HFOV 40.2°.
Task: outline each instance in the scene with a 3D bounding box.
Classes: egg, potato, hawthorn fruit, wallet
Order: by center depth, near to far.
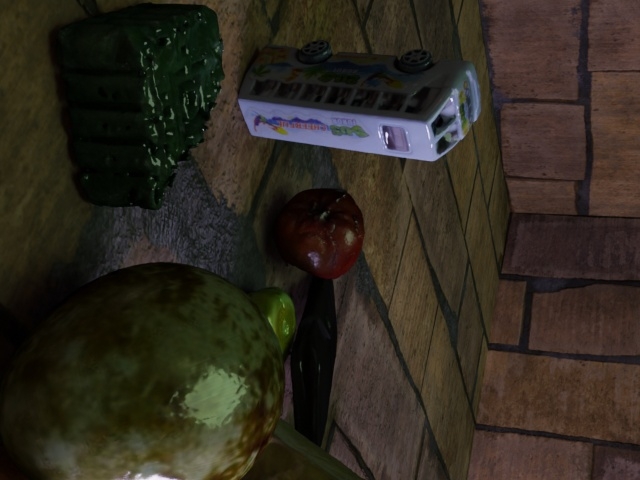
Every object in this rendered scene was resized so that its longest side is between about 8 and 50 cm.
[{"bbox_3d":[-0.168,0.143,0.832,0.289,0.238,0.238,-17,110,-49],"label":"egg"},{"bbox_3d":[-0.023,0.362,1.218,0.112,0.255,0.269,5,88,-71],"label":"potato"},{"bbox_3d":[0.000,0.000,1.401,0.172,0.148,0.148,86,18,-54],"label":"hawthorn fruit"},{"bbox_3d":[-0.005,0.186,1.441,0.377,0.051,0.197,-75,164,-69],"label":"wallet"}]

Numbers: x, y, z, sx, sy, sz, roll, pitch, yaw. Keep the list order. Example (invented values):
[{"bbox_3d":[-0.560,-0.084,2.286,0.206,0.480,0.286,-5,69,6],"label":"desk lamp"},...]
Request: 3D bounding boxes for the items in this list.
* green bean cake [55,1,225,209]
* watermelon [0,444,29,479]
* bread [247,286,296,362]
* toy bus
[{"bbox_3d":[-0.177,-0.153,0.945,0.208,0.107,0.193,-52,139,-59],"label":"green bean cake"},{"bbox_3d":[-0.259,0.258,0.747,0.303,0.129,0.159,56,41,-59],"label":"watermelon"},{"bbox_3d":[-0.082,0.128,1.285,0.139,0.071,0.129,-58,143,-61],"label":"bread"},{"bbox_3d":[0.049,-0.197,1.226,0.136,0.330,0.109,-58,146,-34],"label":"toy bus"}]
